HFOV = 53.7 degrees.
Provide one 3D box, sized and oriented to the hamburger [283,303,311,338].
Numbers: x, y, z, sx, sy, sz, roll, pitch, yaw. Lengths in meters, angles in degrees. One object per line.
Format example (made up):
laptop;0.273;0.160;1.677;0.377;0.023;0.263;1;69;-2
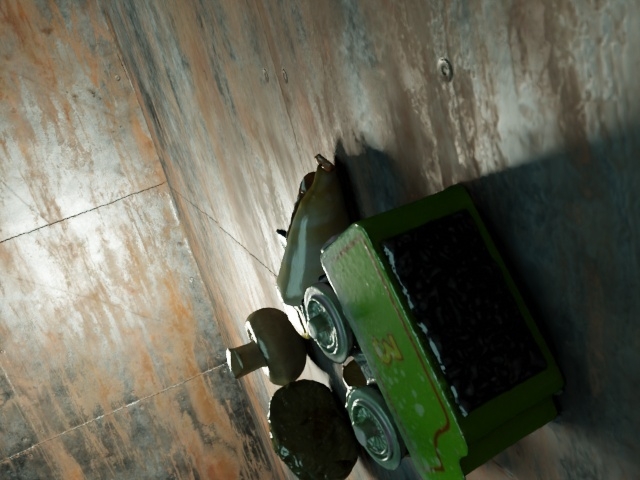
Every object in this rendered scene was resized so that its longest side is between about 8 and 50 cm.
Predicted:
hamburger;-0.017;0.131;1.220;0.126;0.082;0.141;8;122;67

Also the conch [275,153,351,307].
conch;0.011;0.004;0.978;0.158;0.127;0.255;-85;10;-58

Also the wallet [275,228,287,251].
wallet;-0.043;0.026;1.269;0.129;0.026;0.088;32;147;59

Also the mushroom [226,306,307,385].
mushroom;-0.139;0.275;1.573;0.204;0.204;0.204;56;159;34

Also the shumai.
shumai;-0.026;0.471;1.493;0.218;0.189;0.255;94;154;-52

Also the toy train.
toy train;0.111;0.108;0.690;0.307;0.174;0.249;65;154;9

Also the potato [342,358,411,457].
potato;0.113;0.268;0.986;0.138;0.098;0.243;70;164;-11
